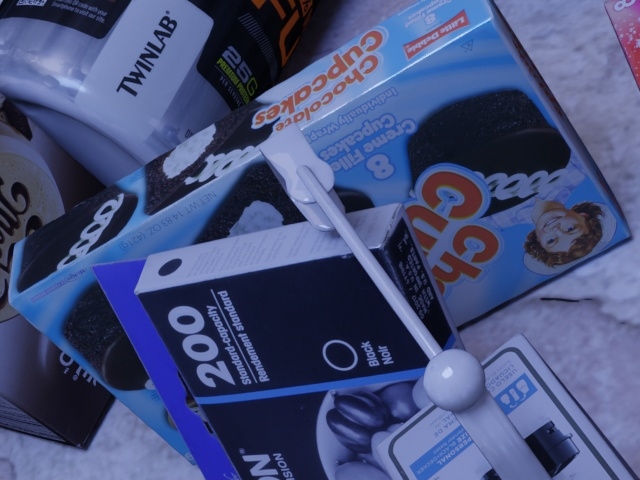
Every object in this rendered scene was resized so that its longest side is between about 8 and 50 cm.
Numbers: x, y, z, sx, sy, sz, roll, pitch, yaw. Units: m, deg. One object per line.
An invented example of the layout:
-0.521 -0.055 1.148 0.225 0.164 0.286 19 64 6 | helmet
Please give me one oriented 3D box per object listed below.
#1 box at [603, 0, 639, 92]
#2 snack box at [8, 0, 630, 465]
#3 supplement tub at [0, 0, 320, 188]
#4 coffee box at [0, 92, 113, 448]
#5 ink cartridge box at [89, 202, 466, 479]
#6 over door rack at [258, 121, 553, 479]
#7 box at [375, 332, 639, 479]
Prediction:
0.244 -0.031 0.668 0.128 0.122 0.257 -26 44 18 | box
0.000 0.000 0.825 0.322 0.187 0.060 -30 38 15 | snack box
-0.110 -0.196 1.062 0.207 0.207 0.338 7 61 41 | supplement tub
-0.252 -0.005 0.943 0.118 0.297 0.168 5 60 44 | coffee box
-0.012 0.092 0.750 0.208 0.206 0.045 -10 27 32 | ink cartridge box
0.131 -0.016 0.540 0.239 0.108 0.324 -34 48 -2 | over door rack
0.149 0.190 0.566 0.087 0.169 0.290 -39 42 4 | box
